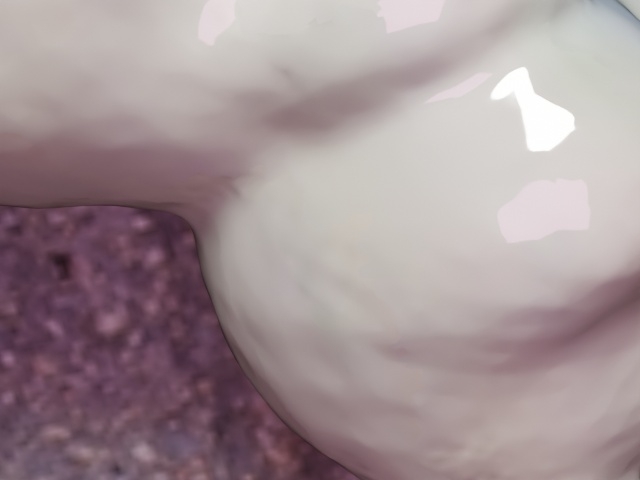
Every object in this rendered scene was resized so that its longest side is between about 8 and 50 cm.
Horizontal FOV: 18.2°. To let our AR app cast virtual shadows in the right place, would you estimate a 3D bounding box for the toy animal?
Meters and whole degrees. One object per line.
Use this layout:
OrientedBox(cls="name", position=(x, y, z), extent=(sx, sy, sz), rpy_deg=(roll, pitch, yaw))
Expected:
OrientedBox(cls="toy animal", position=(0.005, -0.008, 0.582), extent=(0.367, 0.196, 0.241), rpy_deg=(43, 112, -15))
